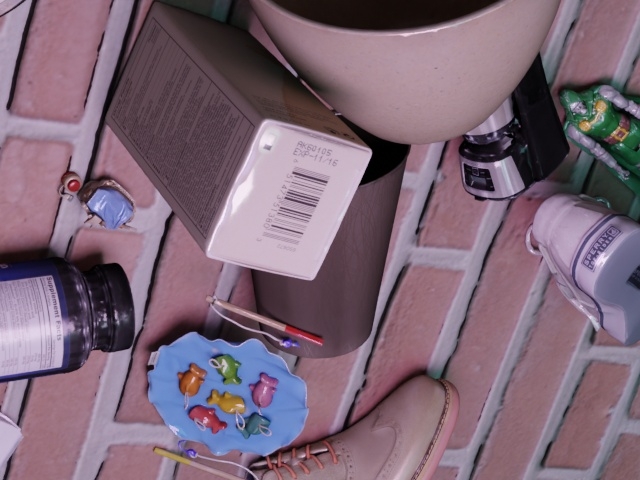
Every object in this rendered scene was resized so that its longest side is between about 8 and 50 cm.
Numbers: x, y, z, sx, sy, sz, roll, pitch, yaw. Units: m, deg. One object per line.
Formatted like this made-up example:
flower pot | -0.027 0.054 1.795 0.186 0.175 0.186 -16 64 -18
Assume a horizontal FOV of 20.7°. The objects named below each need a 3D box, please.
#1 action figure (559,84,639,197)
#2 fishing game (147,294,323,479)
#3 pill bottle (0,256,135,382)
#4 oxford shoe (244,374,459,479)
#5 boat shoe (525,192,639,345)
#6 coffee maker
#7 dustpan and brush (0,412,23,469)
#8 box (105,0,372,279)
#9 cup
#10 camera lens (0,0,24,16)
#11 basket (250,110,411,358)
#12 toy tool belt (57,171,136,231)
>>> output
action figure | 0.362 -0.121 2.055 0.232 0.063 0.137 26 107 -31
fishing game | -0.106 0.176 1.938 0.189 0.041 0.264 23 129 -4
pill bottle | -0.308 0.083 1.803 0.219 0.123 0.123 -8 120 -23
oxford shoe | 0.000 0.295 2.069 0.397 0.140 0.146 -47 112 -2
boat shoe | 0.319 0.019 2.070 0.136 0.156 0.367 -54 155 4
coffee maker | 0.209 -0.156 1.920 0.171 0.120 0.178 -29 127 -9
dustpan and brush | -0.440 0.211 1.862 0.211 0.060 0.147 37 87 -42
box | -0.088 -0.102 1.687 0.121 0.311 0.148 14 111 -31
cup | 0.091 -0.234 1.722 0.331 0.331 0.237 -26 141 -11
camera lens | -0.341 -0.331 1.491 0.219 0.219 0.274 -48 126 5
basket | 0.000 0.000 1.893 0.204 0.154 0.227 -23 131 -32
toy tool belt | -0.228 -0.038 1.817 0.083 0.051 0.052 34 99 -35
